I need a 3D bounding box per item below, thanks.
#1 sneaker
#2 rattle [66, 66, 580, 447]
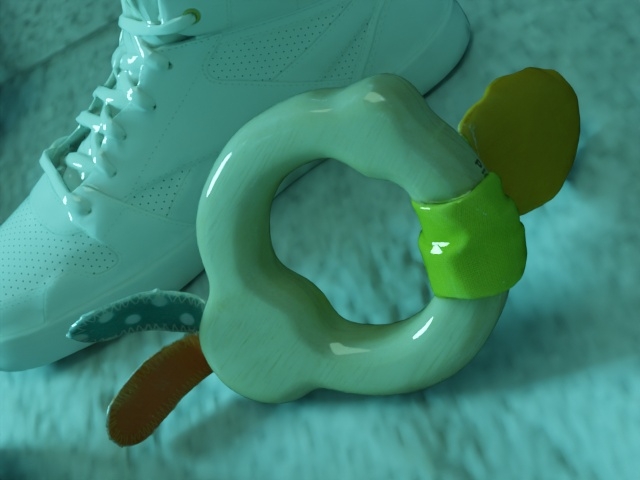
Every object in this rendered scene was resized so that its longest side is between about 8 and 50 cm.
[{"bbox_3d":[-0.084,-0.078,0.619,0.292,0.169,0.108,-39,42,-3],"label":"sneaker"},{"bbox_3d":[0.000,0.000,0.566,0.199,0.130,0.143,-41,21,36],"label":"rattle"}]
